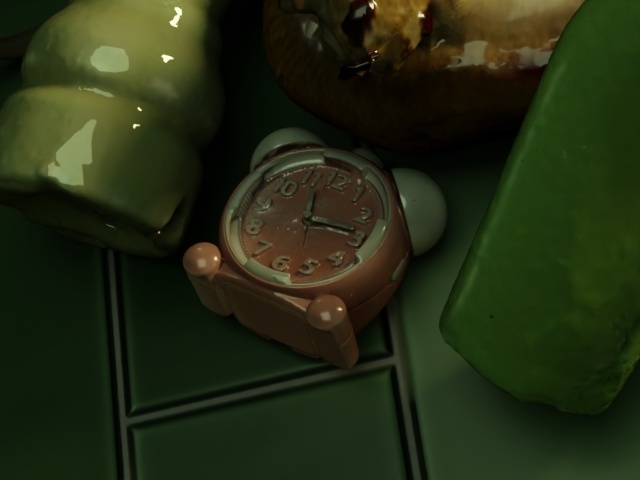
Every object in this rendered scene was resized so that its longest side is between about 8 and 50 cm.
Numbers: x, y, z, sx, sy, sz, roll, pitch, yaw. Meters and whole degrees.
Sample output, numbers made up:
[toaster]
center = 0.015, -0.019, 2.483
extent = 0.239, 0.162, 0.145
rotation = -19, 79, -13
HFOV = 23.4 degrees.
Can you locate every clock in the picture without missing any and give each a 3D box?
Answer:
[clock]
center = 0.000, 0.000, 1.166
extent = 0.166, 0.093, 0.162
rotation = 22, 66, 26

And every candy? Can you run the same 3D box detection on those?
[candy]
center = 0.199, -0.049, 1.008
extent = 0.142, 0.132, 0.343
rotation = 32, 112, 18

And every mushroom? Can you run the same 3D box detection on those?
[mushroom]
center = 0.121, -0.210, 1.115
extent = 0.345, 0.259, 0.345
rotation = -5, 69, 13

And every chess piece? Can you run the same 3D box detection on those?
[chess piece]
center = -0.121, -0.215, 1.226
extent = 0.234, 0.234, 0.442
rotation = 13, 78, 23

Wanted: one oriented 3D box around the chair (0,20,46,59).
[chair]
center = -0.306, -0.306, 1.345
extent = 0.188, 0.166, 0.272
rotation = -28, 64, -12
